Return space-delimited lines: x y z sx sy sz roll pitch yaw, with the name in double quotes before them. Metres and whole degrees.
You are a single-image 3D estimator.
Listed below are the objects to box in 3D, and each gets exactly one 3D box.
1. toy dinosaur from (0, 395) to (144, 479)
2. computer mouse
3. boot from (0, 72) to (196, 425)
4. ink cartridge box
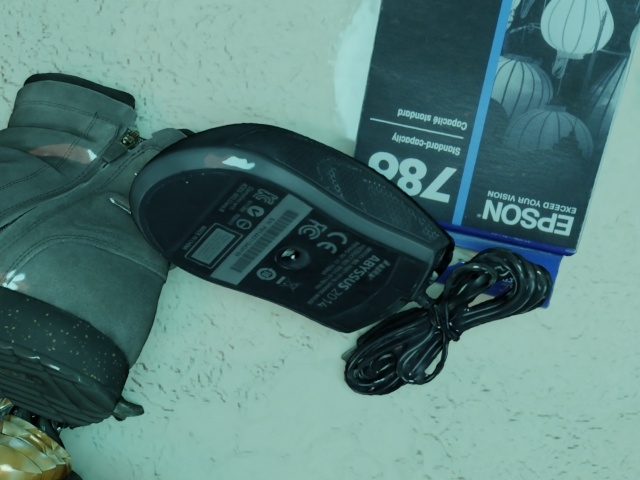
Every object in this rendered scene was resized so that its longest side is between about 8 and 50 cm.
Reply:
"toy dinosaur" -0.221 0.166 0.695 0.322 0.218 0.164 41 97 -2
"computer mouse" 0.000 0.000 0.675 0.272 0.072 0.188 29 133 -27
"boot" -0.245 -0.033 0.691 0.338 0.118 0.222 27 56 -7
"ink cartridge box" 0.114 -0.106 0.670 0.165 0.065 0.332 12 114 7
